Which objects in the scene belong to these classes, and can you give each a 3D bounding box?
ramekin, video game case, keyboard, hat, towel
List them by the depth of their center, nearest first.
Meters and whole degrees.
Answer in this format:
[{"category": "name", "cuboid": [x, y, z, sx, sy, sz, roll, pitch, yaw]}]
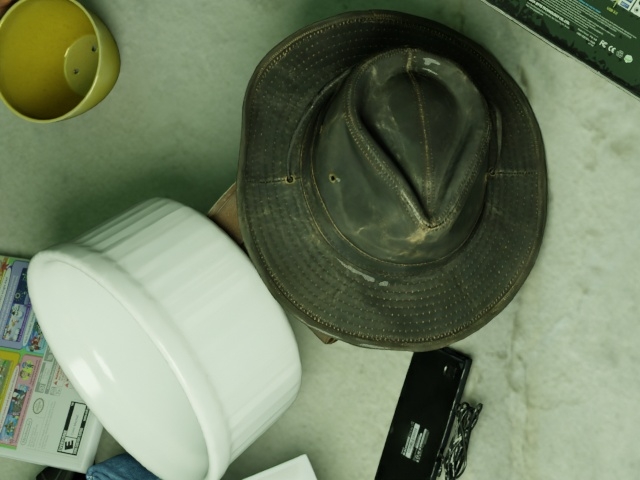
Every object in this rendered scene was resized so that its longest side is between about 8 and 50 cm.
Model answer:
[{"category": "hat", "cuboid": [0.082, -0.071, 1.564, 0.331, 0.134, 0.331, 4, 75, -15]}, {"category": "ramekin", "cuboid": [-0.144, 0.093, 1.675, 0.135, 0.277, 0.277, -36, 70, -26]}, {"category": "keyboard", "cuboid": [0.109, 0.199, 1.690, 0.100, 0.038, 0.192, 25, 101, 46]}, {"category": "towel", "cuboid": [-0.181, 0.237, 1.766, 0.067, 0.119, 0.029, 32, 109, 20]}, {"category": "video game case", "cuboid": [-0.298, 0.126, 1.837, 0.193, 0.023, 0.212, 8, 74, 24]}]

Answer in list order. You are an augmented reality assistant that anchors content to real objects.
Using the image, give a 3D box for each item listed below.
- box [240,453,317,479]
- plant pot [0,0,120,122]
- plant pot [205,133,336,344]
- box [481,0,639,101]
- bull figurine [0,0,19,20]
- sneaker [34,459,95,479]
[{"category": "box", "cuboid": [-0.090, 0.362, 1.672, 0.262, 0.127, 0.231, -21, 79, -5]}, {"category": "plant pot", "cuboid": [-0.262, -0.186, 1.819, 0.134, 0.095, 0.134, 0, 89, 24]}, {"category": "plant pot", "cuboid": [0.000, 0.000, 1.671, 0.167, 0.167, 0.165, -43, 80, 18]}, {"category": "box", "cuboid": [0.290, -0.278, 1.582, 0.322, 0.079, 0.257, 35, 102, 21]}, {"category": "bull figurine", "cuboid": [-0.369, -0.263, 1.833, 0.310, 0.188, 0.101, -39, 89, 25]}, {"category": "sneaker", "cuboid": [-0.195, 0.333, 1.781, 0.293, 0.102, 0.146, 44, 106, 18]}]
